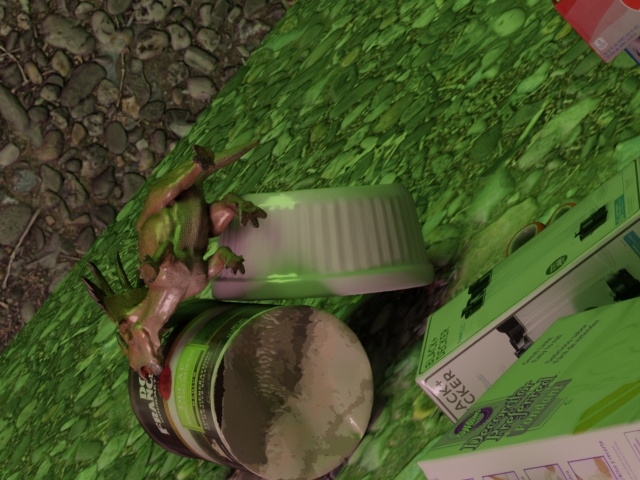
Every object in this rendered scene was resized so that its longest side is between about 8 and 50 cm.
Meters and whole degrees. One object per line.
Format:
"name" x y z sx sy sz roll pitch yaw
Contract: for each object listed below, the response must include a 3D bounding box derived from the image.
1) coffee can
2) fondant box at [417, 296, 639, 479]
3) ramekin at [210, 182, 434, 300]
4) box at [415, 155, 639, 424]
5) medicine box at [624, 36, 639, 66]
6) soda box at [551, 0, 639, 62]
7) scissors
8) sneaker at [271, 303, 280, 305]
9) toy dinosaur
"coffee can" -0.087 0.171 1.989 0.201 0.201 0.275 -53 20 -18
"fondant box" 0.270 0.133 1.392 0.238 0.096 0.330 -40 10 -37
"ramekin" 0.000 0.000 2.039 0.273 0.272 0.127 -1 93 64
"box" 0.235 0.057 1.681 0.290 0.087 0.169 -39 11 21
"medicine box" 0.475 -0.234 1.698 0.263 0.149 0.289 -45 19 4
"soda box" 0.360 -0.307 1.716 0.263 0.092 0.083 -41 19 17
"scissors" 0.207 0.071 1.847 0.109 0.021 0.297 -20 31 49
"sneaker" -0.058 0.128 2.244 0.070 0.051 0.134 -45 23 -12
"toy dinosaur" -0.177 -0.001 1.949 0.200 0.127 0.296 -16 50 55
